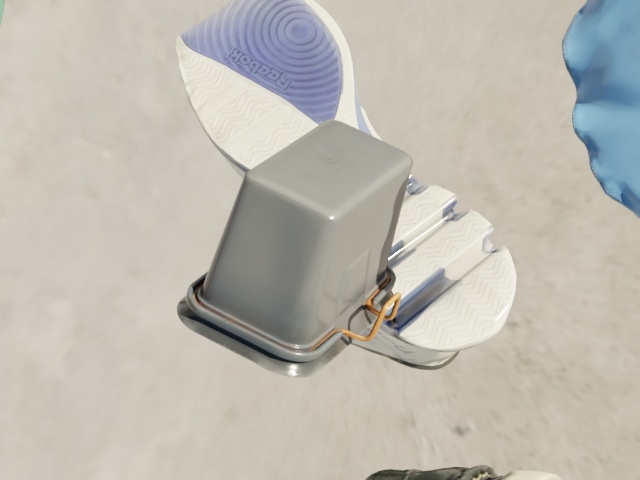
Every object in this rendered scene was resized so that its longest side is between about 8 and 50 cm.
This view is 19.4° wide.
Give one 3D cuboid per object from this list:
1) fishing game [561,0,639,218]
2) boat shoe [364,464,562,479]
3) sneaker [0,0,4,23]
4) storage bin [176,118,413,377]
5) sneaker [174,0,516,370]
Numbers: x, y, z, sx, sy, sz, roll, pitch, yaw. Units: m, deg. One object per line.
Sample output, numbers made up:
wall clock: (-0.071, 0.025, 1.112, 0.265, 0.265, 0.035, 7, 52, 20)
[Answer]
fishing game: (0.201, -0.088, 0.867, 0.189, 0.041, 0.264, -39, 68, 28)
boat shoe: (0.047, 0.272, 0.935, 0.113, 0.127, 0.340, 10, 106, 26)
sneaker: (-0.295, -0.257, 1.418, 0.098, 0.083, 0.223, -4, 116, -4)
storage bin: (0.000, 0.000, 0.987, 0.098, 0.135, 0.091, 26, 120, 16)
sneaker: (0.007, -0.020, 1.350, 0.127, 0.182, 0.315, -32, 73, -16)
